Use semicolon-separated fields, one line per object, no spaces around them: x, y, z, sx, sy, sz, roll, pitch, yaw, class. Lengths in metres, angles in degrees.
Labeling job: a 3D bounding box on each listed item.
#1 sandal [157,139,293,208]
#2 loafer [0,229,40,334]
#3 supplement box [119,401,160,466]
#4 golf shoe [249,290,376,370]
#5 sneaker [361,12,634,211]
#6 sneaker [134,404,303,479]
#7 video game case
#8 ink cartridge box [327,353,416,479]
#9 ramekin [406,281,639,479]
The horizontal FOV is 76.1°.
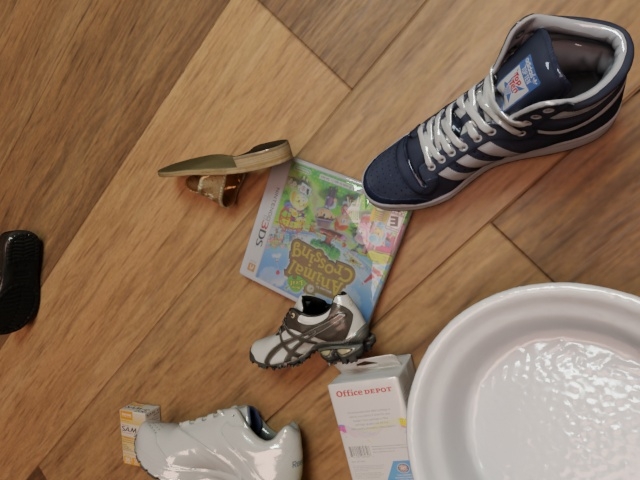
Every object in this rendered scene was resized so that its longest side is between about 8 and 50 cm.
-0.139;-0.084;0.596;0.240;0.088;0.079;-3;116;31;sandal
-0.618;0.079;0.822;0.078;0.080;0.220;18;96;31;loafer
-0.317;0.343;0.725;0.062;0.036;0.098;-3;92;23;supplement box
-0.024;0.118;0.553;0.198;0.077;0.094;-17;93;31;golf shoe
0.156;-0.118;0.419;0.282;0.153;0.099;-20;75;21;sneaker
-0.153;0.312;0.631;0.297;0.111;0.129;4;80;19;sneaker
0.000;0.000;0.573;0.212;0.023;0.193;23;102;20;video game case
0.078;0.213;0.517;0.092;0.090;0.143;-15;87;23;ink cartridge box
0.234;0.188;0.381;0.277;0.135;0.277;-14;65;31;ramekin
